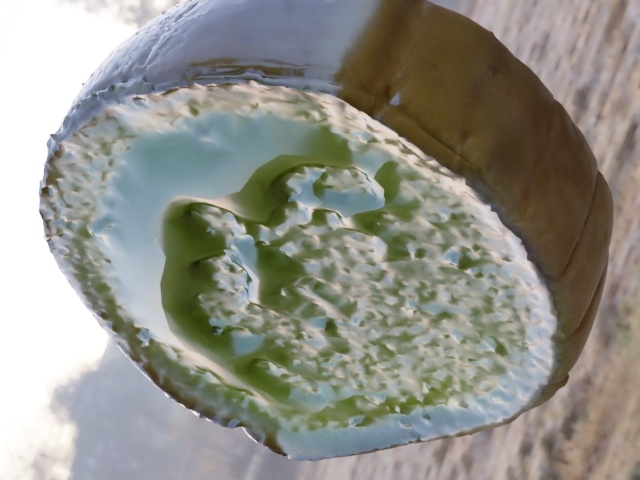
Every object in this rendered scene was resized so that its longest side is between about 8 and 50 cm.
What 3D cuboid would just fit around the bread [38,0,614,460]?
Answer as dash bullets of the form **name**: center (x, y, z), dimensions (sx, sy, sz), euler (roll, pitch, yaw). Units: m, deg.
- **bread**: center (0.000, 0.000, 0.597), dimensions (0.236, 0.236, 0.070), euler (111, -178, -52)
